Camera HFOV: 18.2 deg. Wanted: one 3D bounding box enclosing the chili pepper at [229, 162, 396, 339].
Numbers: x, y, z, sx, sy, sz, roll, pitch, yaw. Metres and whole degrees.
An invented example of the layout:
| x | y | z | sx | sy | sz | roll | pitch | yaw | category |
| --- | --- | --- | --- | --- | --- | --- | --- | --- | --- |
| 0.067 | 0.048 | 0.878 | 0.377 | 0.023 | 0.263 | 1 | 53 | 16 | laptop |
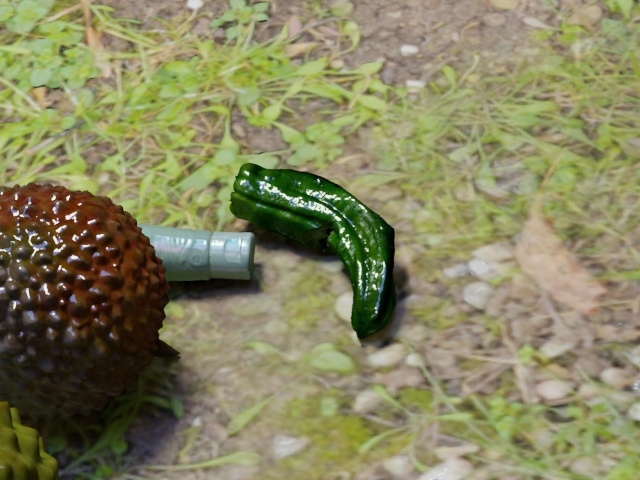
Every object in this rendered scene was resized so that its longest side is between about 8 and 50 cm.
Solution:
| x | y | z | sx | sy | sz | roll | pitch | yaw | category |
| --- | --- | --- | --- | --- | --- | --- | --- | --- | --- |
| 0.006 | -0.001 | 1.465 | 0.073 | 0.050 | 0.182 | -26 | 47 | -27 | chili pepper |

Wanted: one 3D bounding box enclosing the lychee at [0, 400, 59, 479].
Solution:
| x | y | z | sx | sy | sz | roll | pitch | yaw | category |
| --- | --- | --- | --- | --- | --- | --- | --- | --- | --- |
| -0.253 | 0.233 | 1.101 | 0.270 | 0.270 | 0.320 | 36 | 97 | 38 | lychee |

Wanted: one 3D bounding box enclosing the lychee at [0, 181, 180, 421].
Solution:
| x | y | z | sx | sy | sz | roll | pitch | yaw | category |
| --- | --- | --- | --- | --- | --- | --- | --- | --- | --- |
| -0.181 | 0.043 | 1.377 | 0.165 | 0.197 | 0.165 | -18 | 62 | 37 | lychee |

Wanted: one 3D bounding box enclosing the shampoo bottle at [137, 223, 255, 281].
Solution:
| x | y | z | sx | sy | sz | roll | pitch | yaw | category |
| --- | --- | --- | --- | --- | --- | --- | --- | --- | --- |
| -0.144 | 0.009 | 1.472 | 0.190 | 0.069 | 0.041 | 1 | 47 | 4 | shampoo bottle |
